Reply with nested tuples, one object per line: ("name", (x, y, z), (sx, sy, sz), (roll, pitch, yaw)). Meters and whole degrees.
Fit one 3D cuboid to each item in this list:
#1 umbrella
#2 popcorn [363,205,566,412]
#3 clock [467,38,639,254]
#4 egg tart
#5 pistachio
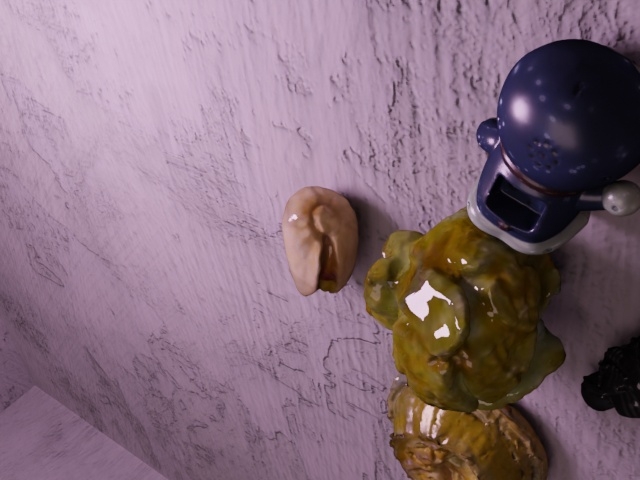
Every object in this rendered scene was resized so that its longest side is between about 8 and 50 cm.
("umbrella", (0.402, 0.147, 0.836), (0.336, 0.154, 0.128), (-47, 47, 53))
("popcorn", (0.179, 0.081, 0.951), (0.225, 0.277, 0.276), (25, 158, -35))
("clock", (0.253, -0.096, 0.770), (0.199, 0.146, 0.243), (39, 151, 19))
("egg tart", (0.225, 0.352, 1.224), (0.314, 0.120, 0.315), (26, 139, 25))
("pistachio", (0.000, 0.000, 1.139), (0.201, 0.117, 0.145), (84, 169, -48))
